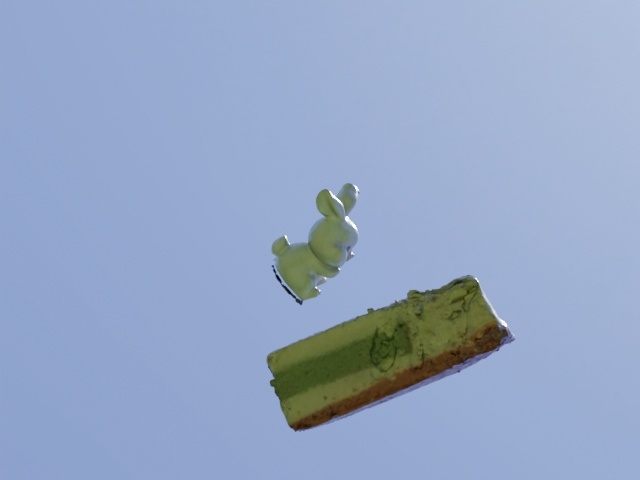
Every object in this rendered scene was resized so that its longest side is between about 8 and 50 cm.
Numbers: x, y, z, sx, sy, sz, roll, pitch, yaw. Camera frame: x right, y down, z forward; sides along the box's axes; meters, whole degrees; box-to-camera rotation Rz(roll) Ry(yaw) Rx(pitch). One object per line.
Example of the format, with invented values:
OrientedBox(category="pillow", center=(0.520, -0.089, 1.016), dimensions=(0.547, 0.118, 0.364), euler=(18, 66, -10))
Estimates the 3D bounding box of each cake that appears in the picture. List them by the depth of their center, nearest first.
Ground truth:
OrientedBox(category="cake", center=(0.070, 0.106, 1.263), dimensions=(0.220, 0.117, 0.086), euler=(-25, -104, 9))

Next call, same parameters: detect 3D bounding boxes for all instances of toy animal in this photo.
OrientedBox(category="toy animal", center=(0.004, 0.005, 1.513), dimensions=(0.124, 0.071, 0.085), euler=(-42, -100, 21))
